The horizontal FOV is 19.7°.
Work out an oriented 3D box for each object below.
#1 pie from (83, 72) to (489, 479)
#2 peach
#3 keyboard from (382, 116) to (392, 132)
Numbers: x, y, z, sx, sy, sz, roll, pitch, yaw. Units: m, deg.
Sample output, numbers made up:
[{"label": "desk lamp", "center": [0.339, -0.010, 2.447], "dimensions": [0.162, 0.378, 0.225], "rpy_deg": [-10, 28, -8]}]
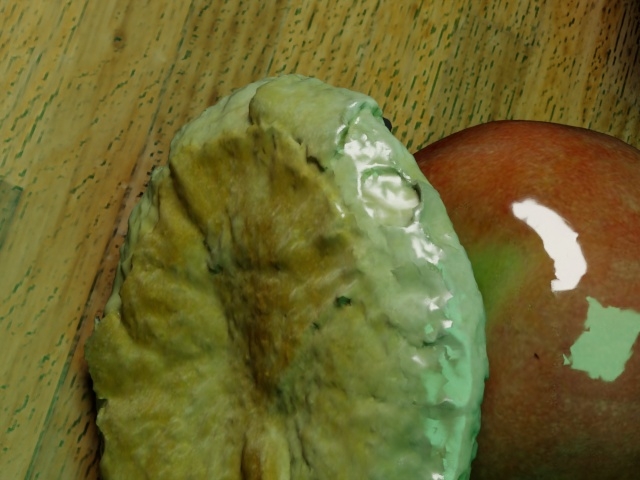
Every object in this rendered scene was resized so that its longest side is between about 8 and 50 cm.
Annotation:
[{"label": "pie", "center": [-0.023, 0.066, 1.012], "dimensions": [0.071, 0.306, 0.306], "rpy_deg": [8, 79, -46]}, {"label": "peach", "center": [0.134, 0.048, 1.071], "dimensions": [0.252, 0.252, 0.252], "rpy_deg": [4, 81, -30]}, {"label": "keyboard", "center": [0.000, 0.000, 1.147], "dimensions": [0.061, 0.013, 0.204], "rpy_deg": [26, 60, -21]}]
